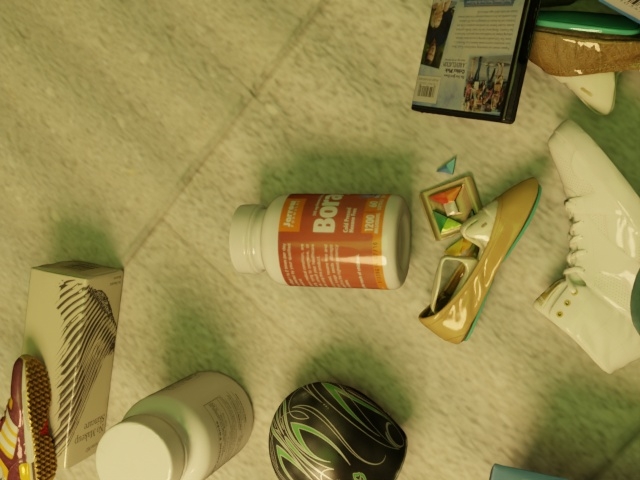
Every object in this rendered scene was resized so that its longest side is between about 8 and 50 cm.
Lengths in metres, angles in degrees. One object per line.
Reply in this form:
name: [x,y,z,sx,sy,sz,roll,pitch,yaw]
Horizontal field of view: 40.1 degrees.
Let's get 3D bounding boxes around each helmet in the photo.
helmet: [0.013,0.262,1.121,0.162,0.169,0.169,32,102,-5]

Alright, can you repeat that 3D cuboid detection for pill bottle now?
pill bottle: [0.000,0.000,1.118,0.216,0.121,0.121,1,94,16]
pill bottle: [-0.186,0.255,1.134,0.131,0.229,0.131,1,94,17]

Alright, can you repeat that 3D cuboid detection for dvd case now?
dvd case: [0.191,-0.270,1.037,0.180,0.022,0.252,23,103,57]

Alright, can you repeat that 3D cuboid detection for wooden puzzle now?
wooden puzzle: [0.170,-0.040,1.122,0.079,0.014,0.116,-27,86,16]

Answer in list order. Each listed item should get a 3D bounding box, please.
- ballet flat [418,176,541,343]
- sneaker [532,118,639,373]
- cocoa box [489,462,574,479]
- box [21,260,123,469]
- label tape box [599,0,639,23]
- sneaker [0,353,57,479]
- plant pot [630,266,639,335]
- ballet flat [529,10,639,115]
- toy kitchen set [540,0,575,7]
ballet flat: [0.192,0.019,1.079,0.073,0.080,0.232,23,101,-6]
sneaker: [0.312,0.016,1.035,0.169,0.108,0.292,-33,86,13]
cocoa box: [0.261,0.457,0.929,0.232,0.227,0.347,9,51,15]
box: [-0.358,0.172,1.243,0.094,0.113,0.275,9,98,15]
label tape box: [0.365,-0.413,0.893,0.249,0.115,0.347,27,89,-1]
sneaker: [-0.408,0.245,1.169,0.084,0.069,0.185,-3,92,10]
plant pot: [0.547,0.105,0.848,0.341,0.341,0.334,-39,103,15]
ballet flat: [0.377,-0.207,1.013,0.343,0.116,0.124,1,113,13]
toy kitchen set: [0.353,-0.370,1.012,0.207,0.122,0.166,-5,92,-3]
